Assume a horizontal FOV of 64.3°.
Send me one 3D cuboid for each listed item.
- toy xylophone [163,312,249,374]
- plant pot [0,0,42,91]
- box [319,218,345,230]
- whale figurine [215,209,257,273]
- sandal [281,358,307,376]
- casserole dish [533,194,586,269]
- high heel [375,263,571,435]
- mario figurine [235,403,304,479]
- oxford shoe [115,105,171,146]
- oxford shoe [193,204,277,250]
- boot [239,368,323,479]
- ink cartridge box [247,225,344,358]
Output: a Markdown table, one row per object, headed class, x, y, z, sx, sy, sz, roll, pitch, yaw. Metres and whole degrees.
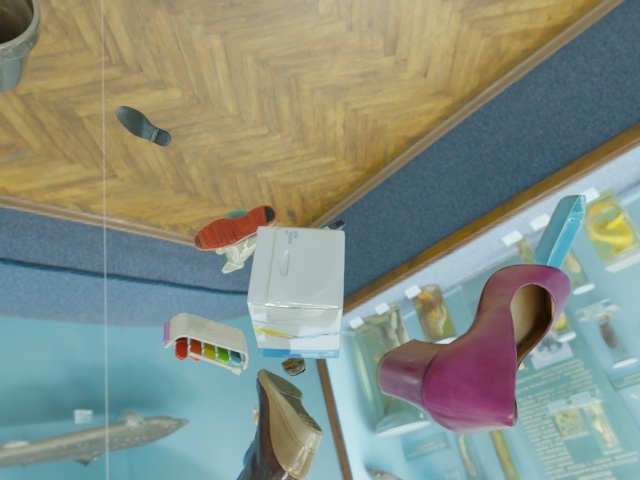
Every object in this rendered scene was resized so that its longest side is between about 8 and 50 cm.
| class | x | y | z | sx | sy | sz | roll | pitch | yaw |
| --- | --- | --- | --- | --- | --- | --- | --- | --- | --- |
| toy xylophone | -0.376 | 0.358 | 1.728 | 0.322 | 0.236 | 0.081 | 27 | 112 | -19 |
| plant pot | -0.787 | -0.472 | 1.180 | 0.263 | 0.263 | 0.229 | 0 | 159 | -24 |
| box | 0.000 | 0.000 | 1.691 | 0.116 | 0.029 | 0.162 | -27 | 163 | -45 |
| whale figurine | -0.320 | -0.001 | 1.933 | 0.216 | 0.141 | 0.272 | -20 | 145 | -41 |
| sandal | -0.072 | 0.395 | 1.597 | 0.090 | 0.060 | 0.219 | -26 | 180 | -7 |
| casserole dish | 0.468 | -0.008 | 1.001 | 0.188 | 0.037 | 0.114 | -60 | 143 | -8 |
| high heel | 0.259 | 0.125 | 0.631 | 0.377 | 0.127 | 0.181 | -25 | -165 | -32 |
| mario figurine | -0.160 | 0.516 | 1.267 | 0.320 | 0.198 | 0.170 | -57 | 145 | -4 |
| oxford shoe | -0.602 | -0.379 | 1.697 | 0.212 | 0.076 | 0.076 | 36 | 81 | -54 |
| oxford shoe | -0.262 | -0.022 | 1.603 | 0.271 | 0.097 | 0.098 | -18 | 162 | -9 |
| boot | -0.102 | 0.350 | 0.863 | 0.090 | 0.248 | 0.207 | 32 | 89 | -26 |
| ink cartridge box | -0.040 | 0.108 | 0.995 | 0.168 | 0.171 | 0.233 | 2 | 146 | 1 |
